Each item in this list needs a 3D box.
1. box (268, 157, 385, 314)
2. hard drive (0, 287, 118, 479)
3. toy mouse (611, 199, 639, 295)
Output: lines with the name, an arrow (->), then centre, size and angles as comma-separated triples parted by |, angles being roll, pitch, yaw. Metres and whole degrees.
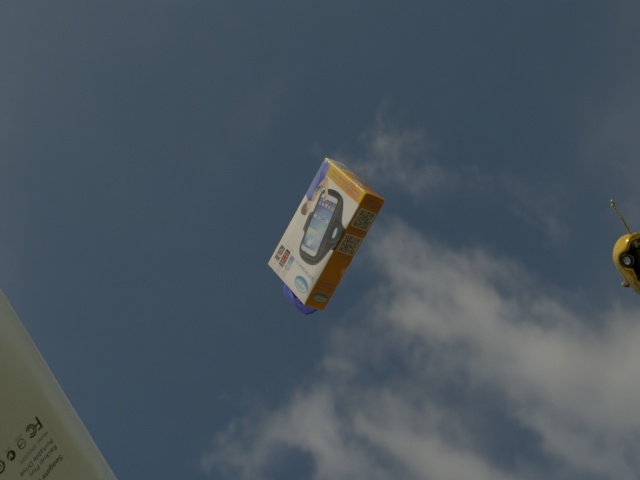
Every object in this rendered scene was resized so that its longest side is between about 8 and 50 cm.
box -> 0.000, 0.000, 1.081 | 0.028, 0.081, 0.136 | 21, -75, -37
hard drive -> -0.274, 0.121, 0.742 | 0.047, 0.233, 0.353 | -4, -57, 34
toy mouse -> 0.334, 0.014, 1.125 | 0.143, 0.031, 0.161 | -26, -78, -36
